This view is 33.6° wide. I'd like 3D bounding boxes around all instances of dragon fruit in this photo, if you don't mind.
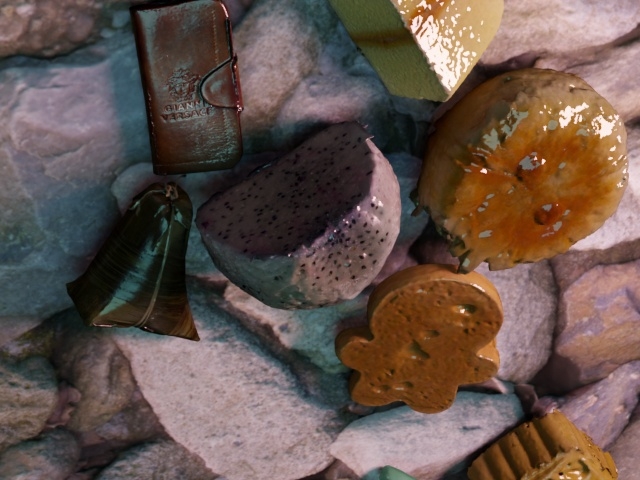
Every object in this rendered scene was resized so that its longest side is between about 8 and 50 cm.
[{"bbox_3d":[0.000,0.000,1.478,0.283,0.221,0.204,-35,129,-7],"label":"dragon fruit"}]

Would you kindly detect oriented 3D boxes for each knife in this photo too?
[{"bbox_3d":[0.228,0.478,1.934,0.260,0.034,0.063,25,159,0],"label":"knife"}]

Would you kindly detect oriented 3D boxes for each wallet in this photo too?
[{"bbox_3d":[-0.175,-0.206,1.434,0.137,0.031,0.255,-8,125,-7],"label":"wallet"}]

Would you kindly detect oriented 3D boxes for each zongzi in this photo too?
[{"bbox_3d":[-0.212,0.033,1.563,0.241,0.111,0.248,20,112,-45],"label":"zongzi"}]

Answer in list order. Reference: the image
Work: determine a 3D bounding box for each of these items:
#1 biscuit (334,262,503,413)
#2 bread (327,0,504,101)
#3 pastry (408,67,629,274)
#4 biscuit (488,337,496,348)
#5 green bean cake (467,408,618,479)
[{"bbox_3d":[0.163,0.160,1.707,0.275,0.052,0.355,6,136,-5],"label":"biscuit"},{"bbox_3d":[0.130,-0.330,1.422,0.178,0.135,0.240,-52,125,-18],"label":"bread"},{"bbox_3d":[0.299,-0.101,1.548,0.329,0.136,0.330,-7,128,-9],"label":"pastry"},{"bbox_3d":[0.226,0.180,1.796,0.140,0.023,0.118,-28,126,8],"label":"biscuit"},{"bbox_3d":[0.417,0.444,1.954,0.229,0.131,0.224,-37,125,14],"label":"green bean cake"}]
